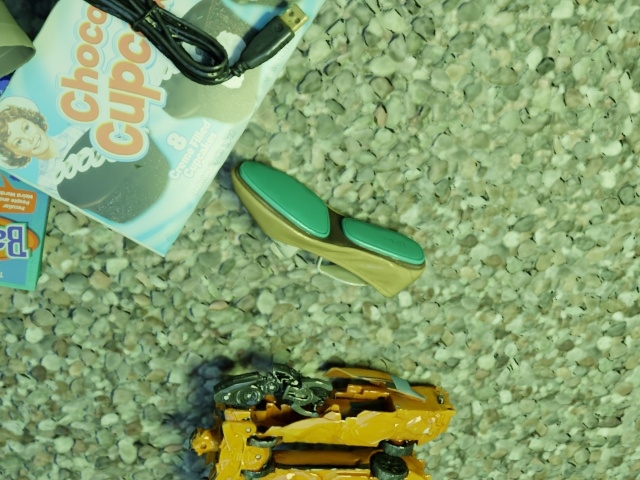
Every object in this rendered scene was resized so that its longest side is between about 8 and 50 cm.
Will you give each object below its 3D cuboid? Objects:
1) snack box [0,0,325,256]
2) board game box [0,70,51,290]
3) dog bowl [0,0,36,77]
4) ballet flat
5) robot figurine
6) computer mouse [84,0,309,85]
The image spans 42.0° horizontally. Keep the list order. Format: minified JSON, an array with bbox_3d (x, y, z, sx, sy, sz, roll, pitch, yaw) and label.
[{"bbox_3d":[-0.134,-0.168,0.720,0.187,0.060,0.322,31,95,-22],"label":"snack box"},{"bbox_3d":[-0.330,-0.065,0.774,0.160,0.047,0.210,10,113,-14],"label":"board game box"},{"bbox_3d":[-0.374,-0.116,0.541,0.349,0.349,0.102,-19,100,0],"label":"dog bowl"},{"bbox_3d":[0.000,0.000,0.850,0.232,0.080,0.073,26,123,-19],"label":"ballet flat"},{"bbox_3d":[-0.005,0.228,0.951,0.291,0.085,0.211,7,113,-14],"label":"robot figurine"},{"bbox_3d":[-0.060,-0.249,0.654,0.184,0.060,0.262,42,90,-21],"label":"computer mouse"}]
